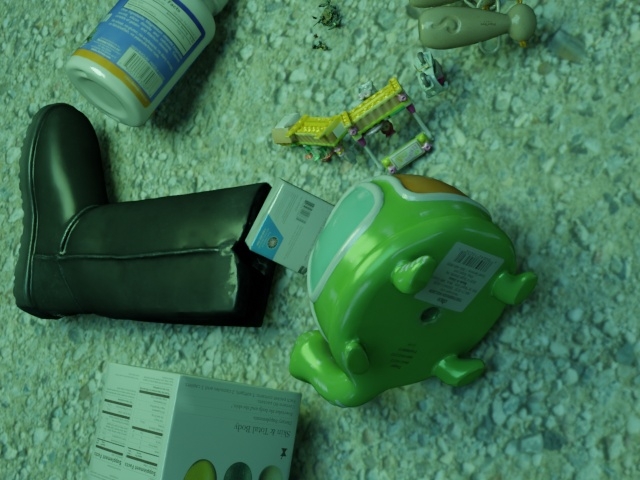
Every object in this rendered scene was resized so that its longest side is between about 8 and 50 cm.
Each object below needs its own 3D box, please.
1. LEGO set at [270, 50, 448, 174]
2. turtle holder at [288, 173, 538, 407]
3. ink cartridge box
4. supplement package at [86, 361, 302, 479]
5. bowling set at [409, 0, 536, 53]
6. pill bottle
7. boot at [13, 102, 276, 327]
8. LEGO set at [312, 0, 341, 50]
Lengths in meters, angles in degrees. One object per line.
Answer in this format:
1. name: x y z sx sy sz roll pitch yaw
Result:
1. LEGO set: 0.056 -0.150 1.382 0.287 0.107 0.132 -22 32 31
2. turtle holder: 0.097 0.064 1.225 0.227 0.243 0.320 -121 30 -44
3. ink cartridge box: 0.000 0.000 1.343 0.104 0.180 0.060 -63 15 3
4. supplement package: -0.176 0.311 1.293 0.198 0.199 0.262 -2 76 51
5. bowling set: 0.194 -0.397 1.318 0.154 0.200 0.287 -4 102 -1
6. pill bottle: -0.263 -0.326 1.545 0.152 0.152 0.272 22 68 34
7. boot: -0.268 -0.053 1.506 0.445 0.146 0.367 -3 84 34
8. LEGO set: 0.011 -0.329 1.485 0.054 0.023 0.083 37 111 36
